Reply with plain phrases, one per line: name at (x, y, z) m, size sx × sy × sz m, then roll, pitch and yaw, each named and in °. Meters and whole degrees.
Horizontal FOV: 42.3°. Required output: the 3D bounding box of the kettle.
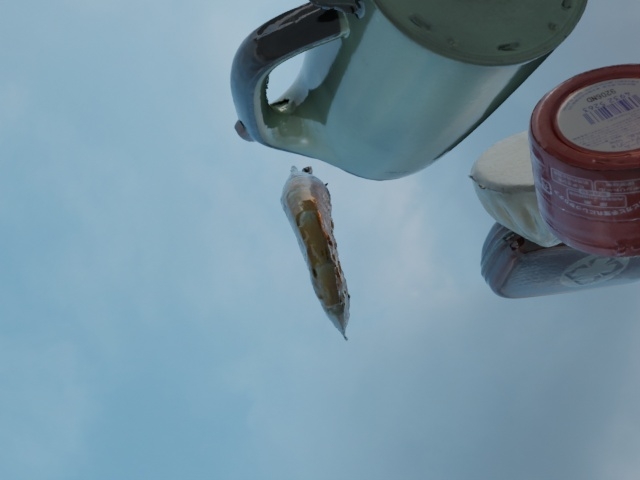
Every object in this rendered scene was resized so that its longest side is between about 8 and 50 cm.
kettle at (0.045, -0.146, 0.634) m, size 0.240 × 0.255 × 0.165 m, roll -14°, pitch -101°, yaw -16°

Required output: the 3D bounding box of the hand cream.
hand cream at (0.320, -0.088, 0.881) m, size 0.193 × 0.193 × 0.125 m, roll -45°, pitch -42°, yaw -25°

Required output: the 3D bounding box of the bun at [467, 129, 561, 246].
bun at (0.391, -0.074, 1.375) m, size 0.263 × 0.263 × 0.175 m, roll -33°, pitch -61°, yaw -27°

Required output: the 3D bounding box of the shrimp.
shrimp at (0.000, 0.000, 1.386) m, size 0.085 × 0.445 × 0.272 m, roll -18°, pitch -67°, yaw 1°

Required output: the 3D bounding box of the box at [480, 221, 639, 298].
box at (0.504, 0.009, 1.570) m, size 0.404 × 0.263 × 0.108 m, roll -6°, pitch -121°, yaw -10°
